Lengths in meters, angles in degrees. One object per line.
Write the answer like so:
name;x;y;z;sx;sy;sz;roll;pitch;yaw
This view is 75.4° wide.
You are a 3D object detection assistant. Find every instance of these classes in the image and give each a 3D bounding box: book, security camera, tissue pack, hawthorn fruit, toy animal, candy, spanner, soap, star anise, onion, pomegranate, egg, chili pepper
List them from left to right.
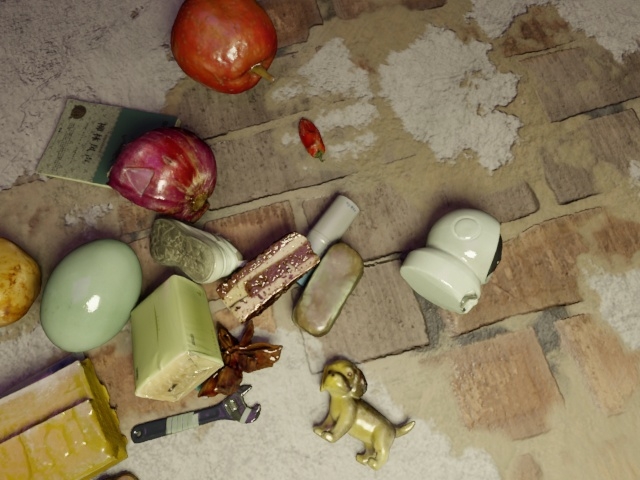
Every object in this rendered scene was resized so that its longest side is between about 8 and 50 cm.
pomegranate;-0.824;0.098;1.019;0.248;0.248;0.248;-1;71;4
soap;-0.614;0.436;0.915;0.281;0.143;0.259;-27;75;-15
egg;-0.549;0.128;1.002;0.203;0.203;0.282;19;76;10
book;-0.632;-0.282;1.237;0.380;0.031;0.264;11;74;8
onion;-0.390;-0.183;1.072;0.272;0.256;0.230;34;87;-16
tissue pack;-0.332;0.220;0.939;0.159;0.125;0.234;-40;46;11
spanner;-0.297;0.419;0.983;0.316;0.024;0.087;-14;69;1
hawthorn fruit;-0.249;-0.548;1.181;0.330;0.287;0.287;41;79;10
star anise;-0.202;0.286;0.967;0.212;0.111;0.196;9;35;27
chili pepper;-0.024;-0.286;1.185;0.059;0.050;0.191;-21;59;0
candy;0.021;0.122;1.014;0.102;0.104;0.234;30;76;14
toy animal;0.073;0.387;0.920;0.233;0.121;0.169;41;68;13
security camera;0.326;0.032;0.981;0.195;0.194;0.236;36;74;14

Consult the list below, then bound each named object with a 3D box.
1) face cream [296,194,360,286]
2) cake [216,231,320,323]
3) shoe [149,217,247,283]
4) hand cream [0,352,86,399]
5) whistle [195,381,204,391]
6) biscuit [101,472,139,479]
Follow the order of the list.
face cream;0.000;0.000;1.071;0.077;0.077;0.250;35;77;14
cake;-0.119;0.088;1.014;0.246;0.135;0.112;-38;79;-3
shoe;-0.308;0.024;1.069;0.316;0.159;0.124;24;104;40
hand cream;-0.725;0.397;1.000;0.341;0.077;0.124;-27;72;-10
whistle;-0.339;0.318;1.010;0.186;0.039;0.039;28;76;12
biscuit;-0.528;0.639;0.884;0.320;0.047;0.183;-17;75;-13
